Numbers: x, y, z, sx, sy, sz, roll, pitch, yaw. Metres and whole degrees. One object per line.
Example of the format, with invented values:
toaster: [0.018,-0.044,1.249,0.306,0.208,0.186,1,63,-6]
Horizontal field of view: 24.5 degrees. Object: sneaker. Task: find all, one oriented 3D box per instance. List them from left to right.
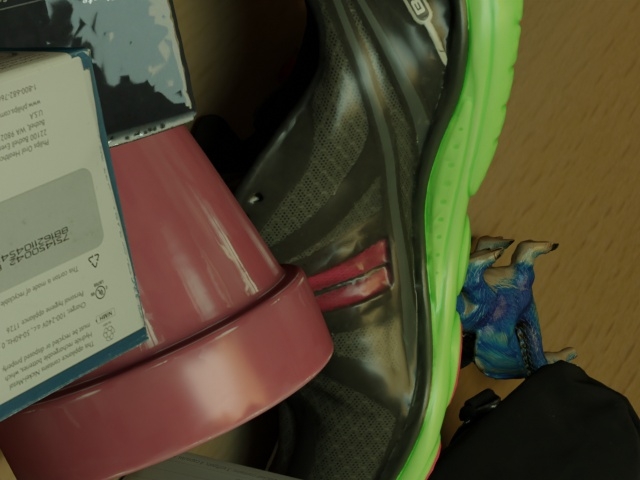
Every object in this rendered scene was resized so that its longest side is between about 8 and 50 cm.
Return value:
sneaker: [0.000,0.000,1.012,0.202,0.185,0.483,6,104,-8]

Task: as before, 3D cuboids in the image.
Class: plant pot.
plant pot: [-0.116,0.019,0.840,0.201,0.201,0.180,-32,103,-44]

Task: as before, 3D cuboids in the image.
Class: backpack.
backpack: [0.172,0.327,1.185,0.290,0.273,0.355,-37,148,-32]

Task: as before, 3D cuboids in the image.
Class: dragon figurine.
dragon figurine: [0.127,0.073,1.216,0.289,0.085,0.144,-5,98,-52]

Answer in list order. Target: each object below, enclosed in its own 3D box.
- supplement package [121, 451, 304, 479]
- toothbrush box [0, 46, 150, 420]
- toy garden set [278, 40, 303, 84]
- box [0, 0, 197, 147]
supplement package: [-0.066,0.261,0.914,0.203,0.194,0.149,-53,131,-33]
toothbrush box: [-0.252,0.006,0.574,0.216,0.295,0.126,-29,118,-47]
toy garden set: [0.068,-0.173,1.141,0.204,0.049,0.244,25,75,-50]
box: [-0.147,-0.153,0.707,0.108,0.153,0.207,-17,110,-16]
